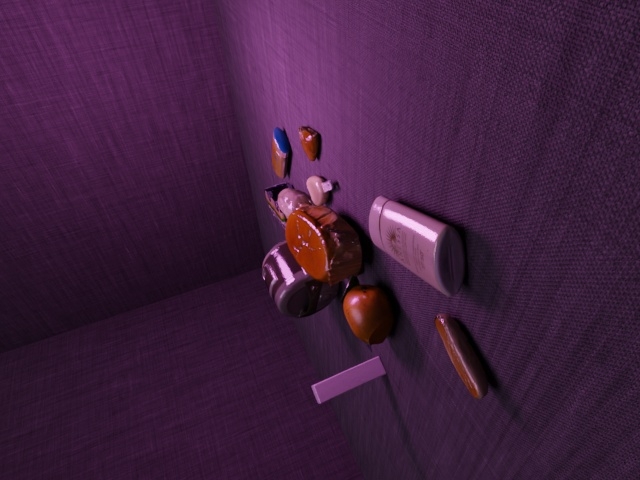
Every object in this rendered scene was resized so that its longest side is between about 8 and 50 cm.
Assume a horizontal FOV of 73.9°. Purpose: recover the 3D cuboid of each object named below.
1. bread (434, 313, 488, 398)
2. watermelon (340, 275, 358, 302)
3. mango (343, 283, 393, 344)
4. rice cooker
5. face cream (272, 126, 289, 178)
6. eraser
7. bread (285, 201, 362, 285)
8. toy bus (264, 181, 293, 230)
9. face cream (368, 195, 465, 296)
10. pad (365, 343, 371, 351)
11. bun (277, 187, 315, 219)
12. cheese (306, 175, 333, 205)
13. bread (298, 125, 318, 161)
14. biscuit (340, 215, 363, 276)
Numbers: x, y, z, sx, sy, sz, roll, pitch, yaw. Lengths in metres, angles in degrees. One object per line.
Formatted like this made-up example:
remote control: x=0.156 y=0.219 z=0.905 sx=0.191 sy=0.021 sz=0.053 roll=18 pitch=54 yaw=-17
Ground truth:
bread: x=0.342 y=0.271 z=1.025 sx=0.073 sy=0.053 sz=0.214 roll=103 pitch=149 yaw=-57
watermelon: x=0.112 y=0.220 z=1.769 sx=0.181 sy=0.075 sz=0.091 roll=102 pitch=152 yaw=-63
mango: x=0.167 y=0.263 z=1.490 sx=0.191 sy=0.160 sz=0.290 roll=52 pitch=167 yaw=37
rice cooker: x=-0.097 y=0.190 z=2.026 sx=0.335 sy=0.336 sz=0.325 roll=88 pitch=158 yaw=-48
face cream: x=-0.204 y=-0.440 z=2.166 sx=0.285 sy=0.068 sz=0.139 roll=111 pitch=136 yaw=-68
eraser: x=0.116 y=0.570 z=1.743 sx=0.076 sy=0.299 sz=0.078 roll=113 pitch=136 yaw=-69
bread: x=0.002 y=0.012 z=1.572 sx=0.389 sy=0.183 sz=0.235 roll=-138 pitch=35 yaw=-56
toy bus: x=-0.181 y=-0.179 z=2.253 sx=0.305 sy=0.143 sz=0.178 roll=-132 pitch=25 yaw=-54
face cream: x=0.223 y=-0.004 z=1.067 sx=0.348 sy=0.082 sz=0.173 roll=-137 pitch=32 yaw=-62
pad: x=0.175 y=0.350 z=1.852 sx=0.163 sy=0.004 sz=0.242 roll=-130 pitch=26 yaw=-56
bun: x=-0.088 y=-0.143 z=1.934 sx=0.239 sy=0.141 sz=0.239 roll=45 pitch=169 yaw=12
cheese: x=0.008 y=-0.208 z=1.690 sx=0.251 sy=0.054 sz=0.127 roll=177 pitch=72 yaw=-75
bread: x=-0.043 y=-0.374 z=1.680 sx=0.154 sy=0.054 sz=0.135 roll=-123 pitch=18 yaw=-53
biscuit: x=0.105 y=0.024 z=1.635 sx=0.180 sy=0.039 sz=0.236 roll=159 pitch=93 yaw=-72
